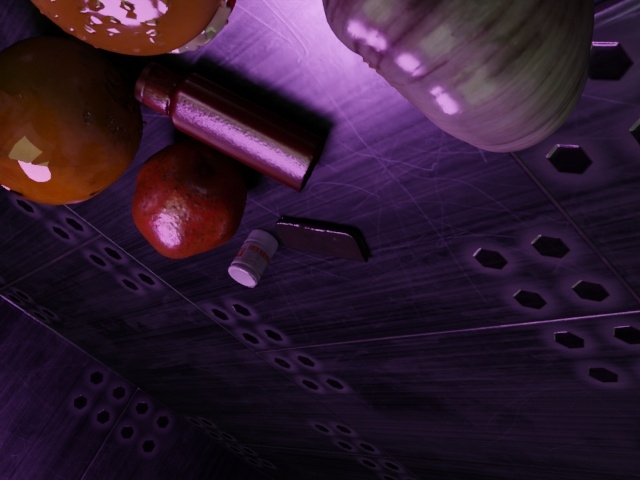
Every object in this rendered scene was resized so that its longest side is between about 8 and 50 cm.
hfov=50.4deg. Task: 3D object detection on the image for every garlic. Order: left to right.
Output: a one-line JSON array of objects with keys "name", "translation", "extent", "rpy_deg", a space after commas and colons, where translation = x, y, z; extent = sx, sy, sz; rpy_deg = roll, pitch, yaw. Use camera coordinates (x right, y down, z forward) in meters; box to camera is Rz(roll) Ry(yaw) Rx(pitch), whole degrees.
[{"name": "garlic", "translation": [0.147, -0.210, 0.521], "extent": [0.253, 0.245, 0.245], "rpy_deg": [-39, 113, 24]}]

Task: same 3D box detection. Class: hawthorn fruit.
[{"name": "hawthorn fruit", "translation": [-0.199, -0.068, 1.030], "extent": [0.189, 0.189, 0.189], "rpy_deg": [21, 149, 13]}]

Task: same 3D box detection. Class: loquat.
[{"name": "loquat", "translation": [-0.365, -0.168, 0.947], "extent": [0.235, 0.235, 0.235], "rpy_deg": [21, 149, 13]}]

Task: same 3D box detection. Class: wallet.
[{"name": "wallet", "translation": [0.000, 0.000, 1.112], "extent": [0.157, 0.018, 0.082], "rpy_deg": [9, 145, 30]}]

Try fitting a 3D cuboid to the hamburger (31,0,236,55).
[{"name": "hamburger", "translation": [-0.174, -0.294, 0.613], "extent": [0.275, 0.212, 0.274], "rpy_deg": [20, 149, 13]}]

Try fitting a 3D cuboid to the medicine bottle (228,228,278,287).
[{"name": "medicine bottle", "translation": [-0.117, 0.030, 1.185], "extent": [0.057, 0.089, 0.057], "rpy_deg": [21, 148, 13]}]

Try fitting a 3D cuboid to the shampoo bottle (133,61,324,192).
[{"name": "shampoo bottle", "translation": [-0.126, -0.159, 0.927], "extent": [0.260, 0.064, 0.102], "rpy_deg": [27, 150, 2]}]
